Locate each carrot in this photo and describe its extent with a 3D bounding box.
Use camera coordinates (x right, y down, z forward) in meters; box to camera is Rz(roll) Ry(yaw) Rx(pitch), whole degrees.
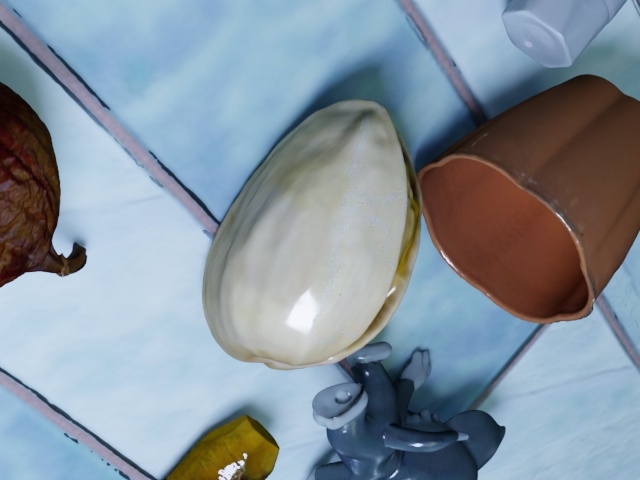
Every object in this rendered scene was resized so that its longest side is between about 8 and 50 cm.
[{"bbox_3d":[-0.158,0.277,0.983,0.314,0.066,0.066,-47,130,-3],"label":"carrot"}]

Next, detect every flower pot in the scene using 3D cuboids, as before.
[{"bbox_3d":[0.207,-0.050,1.007,0.173,0.191,0.190,-45,131,-24],"label":"flower pot"}]

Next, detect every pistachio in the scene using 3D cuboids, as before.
[{"bbox_3d":[0.000,0.000,0.908,0.157,0.157,0.229,28,89,-40],"label":"pistachio"}]

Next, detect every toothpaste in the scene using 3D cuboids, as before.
[{"bbox_3d":[0.296,-0.312,1.011,0.371,0.080,0.125,-51,128,-13],"label":"toothpaste"}]

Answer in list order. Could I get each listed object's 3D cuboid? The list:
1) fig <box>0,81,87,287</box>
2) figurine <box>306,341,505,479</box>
[{"bbox_3d":[-0.219,-0.006,0.758,0.146,0.133,0.201,-36,137,-4],"label":"fig"},{"bbox_3d":[0.078,0.185,1.051,0.193,0.140,0.265,-56,157,-23],"label":"figurine"}]
